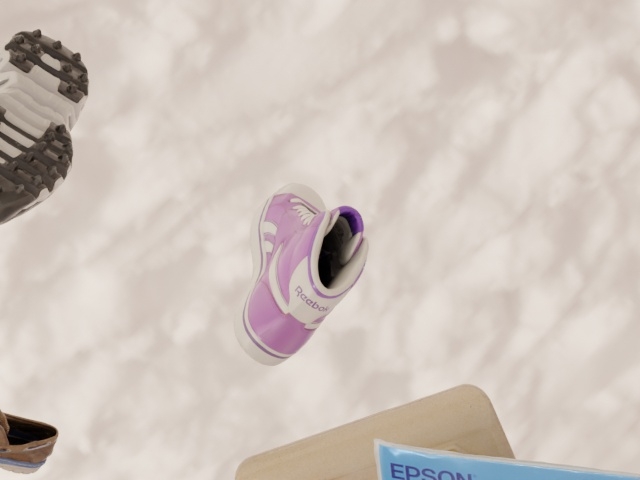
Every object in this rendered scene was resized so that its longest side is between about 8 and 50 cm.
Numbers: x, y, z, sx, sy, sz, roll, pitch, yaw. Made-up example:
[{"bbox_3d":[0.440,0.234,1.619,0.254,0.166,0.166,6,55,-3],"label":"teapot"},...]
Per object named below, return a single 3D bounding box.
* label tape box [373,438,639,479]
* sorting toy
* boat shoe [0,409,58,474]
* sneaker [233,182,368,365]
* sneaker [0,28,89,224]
[{"bbox_3d":[0.181,0.234,0.940,0.115,0.249,0.347,-63,150,-50],"label":"label tape box"},{"bbox_3d":[0.062,0.217,1.099,0.193,0.038,0.208,-20,118,9],"label":"sorting toy"},{"bbox_3d":[-0.374,0.211,1.681,0.183,0.066,0.066,14,127,-45],"label":"boat shoe"},{"bbox_3d":[0.001,0.001,1.637,0.102,0.282,0.161,32,123,-18],"label":"sneaker"},{"bbox_3d":[-0.207,-0.048,0.962,0.078,0.234,0.106,32,113,-14],"label":"sneaker"}]
